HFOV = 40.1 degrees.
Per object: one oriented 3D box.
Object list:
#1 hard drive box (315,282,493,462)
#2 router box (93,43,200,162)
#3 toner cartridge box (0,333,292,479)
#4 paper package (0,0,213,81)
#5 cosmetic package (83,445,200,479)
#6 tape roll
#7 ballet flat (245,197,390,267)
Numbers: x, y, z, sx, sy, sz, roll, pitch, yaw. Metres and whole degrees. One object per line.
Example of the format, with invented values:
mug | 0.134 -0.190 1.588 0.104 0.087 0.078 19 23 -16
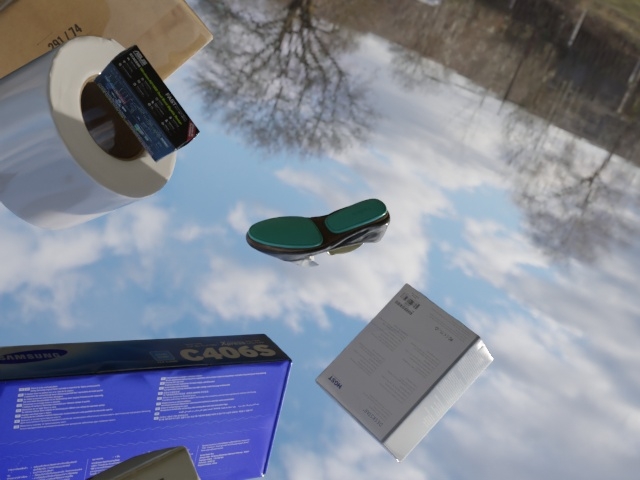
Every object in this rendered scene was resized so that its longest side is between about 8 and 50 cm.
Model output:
hard drive box | 0.137 0.215 1.453 0.181 0.232 0.089 38 169 42
router box | -0.199 -0.153 0.999 0.122 0.038 0.092 55 156 -13
toner cartridge box | -0.210 0.198 0.976 0.347 0.165 0.075 2 -161 -34
paper package | -0.405 -0.358 1.467 0.309 0.325 0.168 44 -173 -46
cosmetic package | -0.220 0.284 0.648 0.296 0.153 0.129 -19 176 -34
tape roll | -0.353 -0.152 1.273 0.169 0.246 0.246 -19 172 30
ballet flat | 0.000 0.000 1.604 0.280 0.096 0.095 -11 -136 -17
